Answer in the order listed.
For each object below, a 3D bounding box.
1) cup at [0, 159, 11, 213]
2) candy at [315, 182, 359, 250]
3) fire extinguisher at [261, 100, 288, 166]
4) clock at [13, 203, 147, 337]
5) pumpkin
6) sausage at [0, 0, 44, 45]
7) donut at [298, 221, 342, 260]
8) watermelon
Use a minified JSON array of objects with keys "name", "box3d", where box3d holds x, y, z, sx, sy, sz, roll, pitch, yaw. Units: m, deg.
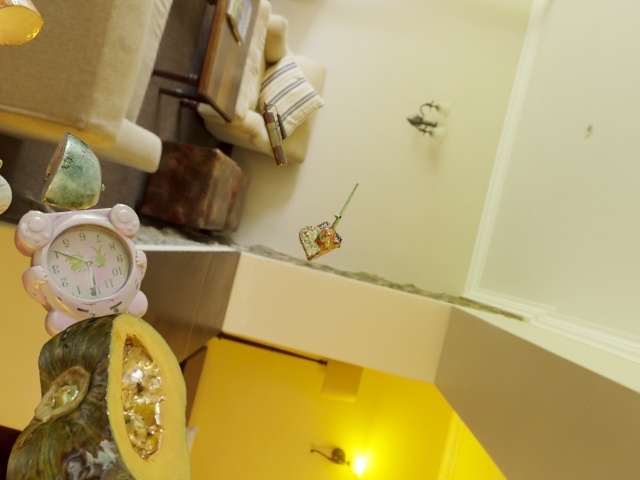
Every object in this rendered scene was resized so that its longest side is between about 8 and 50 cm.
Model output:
[{"name":"cup","box3d":[-1.166,-0.173,1.478,0.202,0.166,0.221,-142,-125,-70]},{"name":"candy","box3d":[0.045,-0.058,1.063,0.185,0.049,0.055,-61,-149,-1]},{"name":"fire extinguisher","box3d":[-0.114,-0.280,1.137,0.035,0.049,0.173,-23,98,-52]},{"name":"clock","box3d":[-0.610,0.074,1.165,0.113,0.295,0.322,-23,-99,47]},{"name":"pumpkin","box3d":[-0.269,0.245,0.593,0.317,0.139,0.222,55,-7,52]},{"name":"sausage","box3d":[-0.432,-0.356,0.539,0.071,0.234,0.071,-32,178,-1]},{"name":"donut","box3d":[-0.010,0.005,1.656,0.126,0.186,0.144,63,-25,9]},{"name":"watermelon","box3d":[-0.781,-0.225,1.449,0.188,0.175,0.322,-53,-140,15]}]
